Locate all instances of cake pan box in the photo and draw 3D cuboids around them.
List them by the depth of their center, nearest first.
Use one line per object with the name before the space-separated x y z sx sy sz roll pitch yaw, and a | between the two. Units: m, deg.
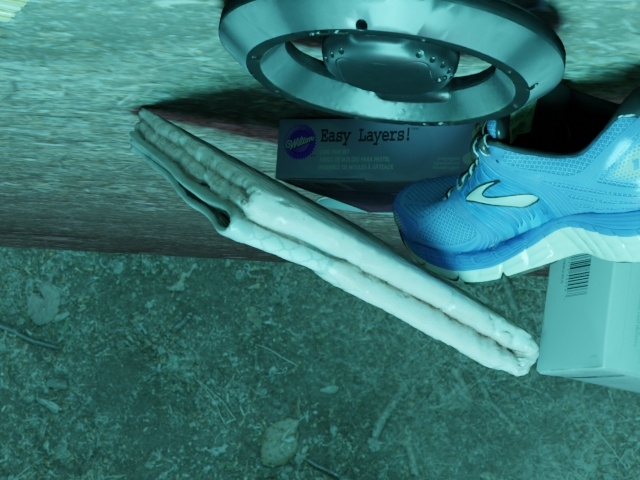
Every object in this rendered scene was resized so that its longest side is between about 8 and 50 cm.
cake pan box | 0.115 -0.070 1.453 0.267 0.070 0.246 1 172 25

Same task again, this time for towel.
towel | 0.000 0.000 1.314 0.317 0.053 0.332 28 -176 -27

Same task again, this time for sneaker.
sneaker | 0.173 -0.061 1.181 0.330 0.147 0.130 -12 -155 51

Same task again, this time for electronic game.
electronic game | 0.046 -0.125 0.968 0.229 0.048 0.229 7 168 1

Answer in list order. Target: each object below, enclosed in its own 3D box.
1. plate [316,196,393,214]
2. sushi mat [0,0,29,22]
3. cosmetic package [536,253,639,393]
plate | 0.088 -0.054 1.879 0.188 0.024 0.188 2 175 0
sushi mat | -0.313 -0.171 0.863 0.317 0.019 0.151 6 173 -28
cosmetic package | 0.376 0.052 1.585 0.225 0.224 0.138 13 168 -21
